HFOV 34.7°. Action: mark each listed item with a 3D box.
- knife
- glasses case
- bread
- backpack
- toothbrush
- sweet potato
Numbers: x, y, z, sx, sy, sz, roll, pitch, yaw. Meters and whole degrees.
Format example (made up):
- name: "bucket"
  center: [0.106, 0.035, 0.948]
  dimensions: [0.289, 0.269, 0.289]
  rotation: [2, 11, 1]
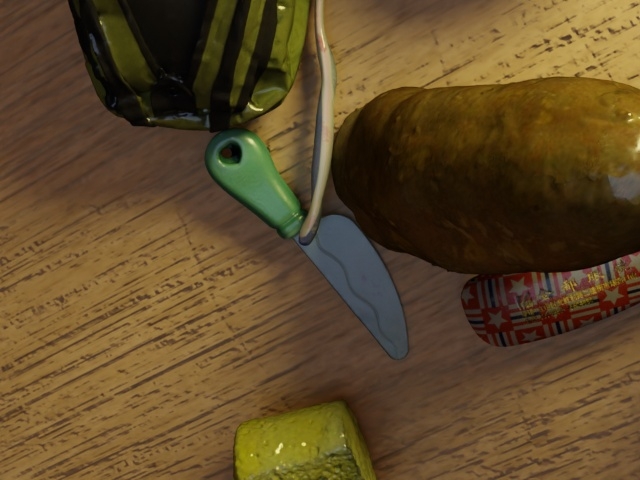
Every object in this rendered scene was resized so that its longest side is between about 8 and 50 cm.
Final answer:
- name: "knife"
  center: [0.001, -0.001, 0.906]
  dimensions: [0.063, 0.034, 0.260]
  rotation: [-44, 98, 6]
- name: "glasses case"
  center: [0.214, 0.035, 0.855]
  dimensions: [0.194, 0.049, 0.073]
  rotation: [-24, 97, 16]
- name: "bread"
  center: [-0.013, 0.207, 0.912]
  dimensions: [0.114, 0.111, 0.129]
  rotation: [-19, 117, 11]
- name: "backpack"
  center: [-0.105, -0.207, 0.817]
  dimensions: [0.207, 0.140, 0.253]
  rotation: [5, 114, 9]
- name: "toothbrush"
  center: [0.002, -0.128, 0.863]
  dimensions: [0.027, 0.021, 0.269]
  rotation: [7, 98, 8]
- name: "sweet potato"
  center: [0.141, -0.048, 0.748]
  dimensions: [0.158, 0.370, 0.157]
  rotation: [-1, 93, -27]
